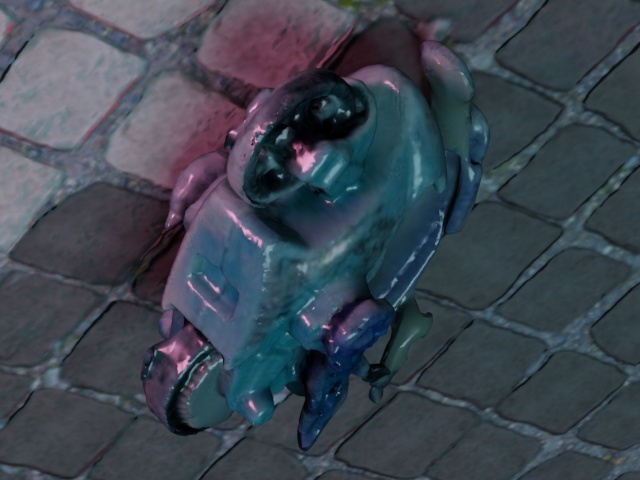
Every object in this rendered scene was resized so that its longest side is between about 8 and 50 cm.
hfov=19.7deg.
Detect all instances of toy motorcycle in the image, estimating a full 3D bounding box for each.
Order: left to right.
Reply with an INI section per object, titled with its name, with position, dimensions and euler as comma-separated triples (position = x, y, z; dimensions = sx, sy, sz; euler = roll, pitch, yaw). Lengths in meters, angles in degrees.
[toy motorcycle]
position = 0.000, 0.000, 1.045
dimensions = 0.206, 0.154, 0.260
euler = -18, 142, -42
